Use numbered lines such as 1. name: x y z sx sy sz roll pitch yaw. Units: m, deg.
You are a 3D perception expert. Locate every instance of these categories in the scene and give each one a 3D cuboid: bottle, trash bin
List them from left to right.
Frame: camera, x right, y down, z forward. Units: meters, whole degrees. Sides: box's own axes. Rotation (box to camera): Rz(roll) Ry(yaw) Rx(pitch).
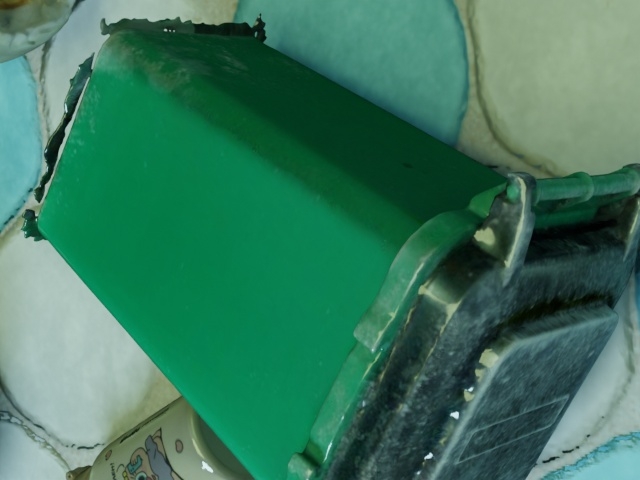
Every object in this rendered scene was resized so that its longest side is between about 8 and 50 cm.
1. bottle: -0.137 0.210 1.159 0.209 0.097 0.110 -36 73 33
2. trash bin: 0.000 0.000 0.947 0.381 0.259 0.295 38 116 27

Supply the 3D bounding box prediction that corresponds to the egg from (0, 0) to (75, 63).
1. egg: -0.318 -0.242 1.167 0.217 0.183 0.183 20 107 30
